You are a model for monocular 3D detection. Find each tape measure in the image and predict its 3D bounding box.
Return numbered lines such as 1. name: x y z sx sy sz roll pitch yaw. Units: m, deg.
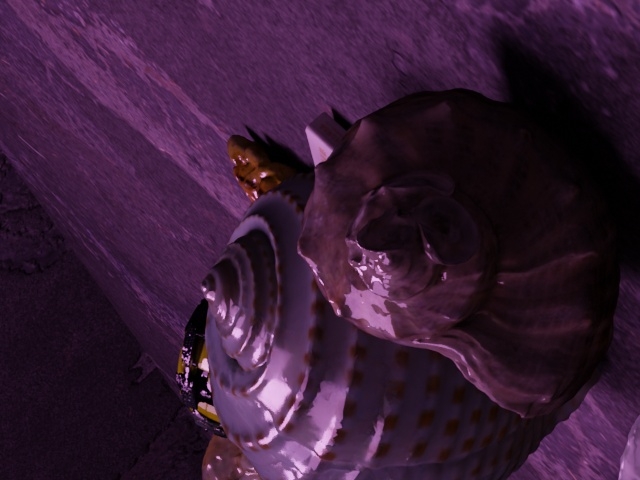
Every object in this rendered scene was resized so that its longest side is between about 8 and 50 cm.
1. tape measure: -0.104 0.140 2.252 0.112 0.199 0.186 22 154 22

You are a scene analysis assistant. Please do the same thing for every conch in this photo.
1. conch: 0.112 -0.010 1.142 0.210 0.159 0.291 38 -152 16
2. conch: 0.049 0.105 1.361 0.319 0.215 0.303 27 125 -4

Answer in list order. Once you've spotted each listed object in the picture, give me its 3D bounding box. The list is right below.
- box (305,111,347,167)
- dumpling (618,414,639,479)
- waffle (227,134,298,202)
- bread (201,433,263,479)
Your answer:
1. box: 0.077 -0.011 1.525 0.220 0.032 0.122 42 166 22
2. dumpling: 0.315 0.170 0.921 0.270 0.211 0.321 -42 74 42
3. waffle: 0.000 0.000 1.798 0.243 0.059 0.238 38 168 46
4. bread: -0.026 0.333 2.428 0.395 0.264 0.239 38 169 32
